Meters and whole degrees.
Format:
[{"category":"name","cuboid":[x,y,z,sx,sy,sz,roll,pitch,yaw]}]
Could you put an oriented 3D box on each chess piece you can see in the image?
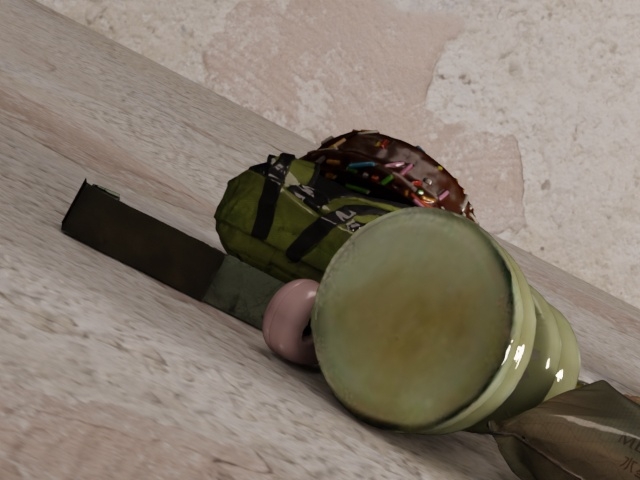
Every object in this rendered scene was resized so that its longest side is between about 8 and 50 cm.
[{"category":"chess piece","cuboid":[0.134,0.094,1.676,0.182,0.182,0.330,32,2,26]}]

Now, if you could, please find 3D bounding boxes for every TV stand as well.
[{"category":"TV stand","cuboid":[-0.101,0.025,1.690,0.256,0.049,0.040,27,6,-11]}]

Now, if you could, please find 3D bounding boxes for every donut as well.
[{"category":"donut","cuboid":[0.071,-0.020,2.053,0.235,0.089,0.235,26,-36,20]}]

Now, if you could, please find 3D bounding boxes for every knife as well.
[{"category":"knife","cuboid":[0.055,0.085,1.729,0.043,0.081,0.336,27,5,33]}]

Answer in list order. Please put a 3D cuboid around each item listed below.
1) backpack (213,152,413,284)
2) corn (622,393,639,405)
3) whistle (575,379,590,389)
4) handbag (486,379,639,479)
[{"category":"backpack","cuboid":[0.000,0.000,1.886,0.207,0.140,0.253,28,2,15]},{"category":"corn","cuboid":[0.394,0.241,1.942,0.092,0.092,0.280,21,6,-46]},{"category":"whistle","cuboid":[0.342,0.204,2.093,0.326,0.057,0.068,22,32,-32]},{"category":"handbag","cuboid":[0.278,0.205,1.600,0.270,0.117,0.182,31,21,17]}]
